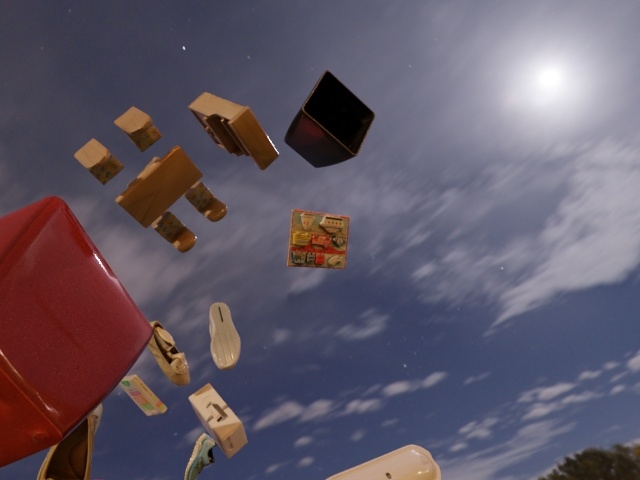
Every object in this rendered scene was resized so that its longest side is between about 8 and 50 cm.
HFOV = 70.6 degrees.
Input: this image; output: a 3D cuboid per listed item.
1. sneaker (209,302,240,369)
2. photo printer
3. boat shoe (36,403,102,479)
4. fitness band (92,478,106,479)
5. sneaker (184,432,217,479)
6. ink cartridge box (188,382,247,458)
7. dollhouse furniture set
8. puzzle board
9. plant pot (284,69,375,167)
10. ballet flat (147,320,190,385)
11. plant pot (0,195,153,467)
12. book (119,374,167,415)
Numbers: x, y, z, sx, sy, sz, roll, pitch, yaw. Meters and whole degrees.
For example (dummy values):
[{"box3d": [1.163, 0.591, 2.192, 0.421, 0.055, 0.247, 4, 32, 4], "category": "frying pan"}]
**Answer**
[{"box3d": [-0.309, 0.319, 1.463, 0.094, 0.258, 0.091, -5, -50, -13], "category": "sneaker"}, {"box3d": [0.077, 0.512, 0.856, 0.308, 0.107, 0.256, 7, -54, -45], "category": "photo printer"}, {"box3d": [-0.541, 0.478, 0.960, 0.105, 0.089, 0.284, 11, -94, -20], "category": "boat shoe"}, {"box3d": [-0.170, 0.333, 0.530, 0.209, 0.054, 0.291, 26, -32, -23], "category": "fitness band"}, {"box3d": [-0.369, 0.690, 1.405, 0.073, 0.063, 0.161, 19, -94, 4], "category": "sneaker"}, {"box3d": [-0.229, 0.405, 1.018, 0.056, 0.135, 0.099, -33, -39, -30], "category": "ink cartridge box"}, {"box3d": [-0.354, -0.194, 1.230, 0.394, 0.257, 0.362, -47, -44, -13], "category": "dollhouse furniture set"}, {"box3d": [0.000, 0.000, 0.787, 0.128, 0.011, 0.096, 5, -90, -39], "category": "puzzle board"}, {"box3d": [0.008, -0.313, 1.252, 0.188, 0.187, 0.167, 38, -37, -19], "category": "plant pot"}, {"box3d": [-0.327, 0.246, 0.979, 0.053, 0.057, 0.168, -28, -76, 24], "category": "ballet flat"}, {"box3d": [-0.418, 0.141, 0.575, 0.268, 0.235, 0.267, -23, -65, 1], "category": "plant pot"}, {"box3d": [-0.534, 0.464, 1.360, 0.096, 0.035, 0.144, -22, -70, 41], "category": "book"}]
